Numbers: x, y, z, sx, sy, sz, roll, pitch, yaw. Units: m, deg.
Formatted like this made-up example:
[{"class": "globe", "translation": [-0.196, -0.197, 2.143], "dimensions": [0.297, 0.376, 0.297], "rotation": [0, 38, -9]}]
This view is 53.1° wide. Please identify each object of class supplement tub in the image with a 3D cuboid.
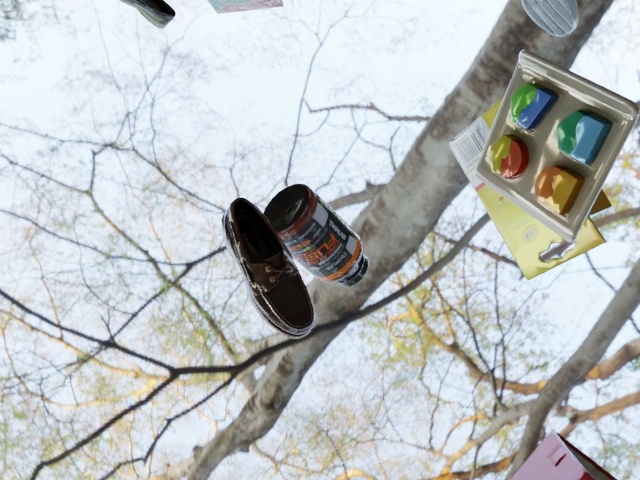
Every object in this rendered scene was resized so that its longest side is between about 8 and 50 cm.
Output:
[{"class": "supplement tub", "translation": [0.000, 0.000, 1.061], "dimensions": [0.106, 0.198, 0.106], "rotation": [-25, -137, 26]}]

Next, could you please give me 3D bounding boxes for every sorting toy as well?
[{"class": "sorting toy", "translation": [0.303, -0.127, 0.868], "dimensions": [0.038, 0.208, 0.193], "rotation": [-12, -140, -32]}]

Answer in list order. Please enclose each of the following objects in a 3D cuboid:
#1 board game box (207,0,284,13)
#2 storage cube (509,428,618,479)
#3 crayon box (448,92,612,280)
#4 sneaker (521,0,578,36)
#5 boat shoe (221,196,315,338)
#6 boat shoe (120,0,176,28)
[{"class": "board game box", "translation": [-0.130, -0.415, 1.028], "dimensions": [0.124, 0.259, 0.039], "rotation": [-6, -86, 2]}, {"class": "storage cube", "translation": [0.341, 0.405, 0.852], "dimensions": [0.183, 0.215, 0.193], "rotation": [38, -85, 5]}, {"class": "crayon box", "translation": [0.397, -0.106, 1.209], "dimensions": [0.081, 0.202, 0.318], "rotation": [-19, -102, -33]}, {"class": "sneaker", "translation": [0.401, -0.498, 1.161], "dimensions": [0.091, 0.094, 0.258], "rotation": [-44, -72, -23]}, {"class": "boat shoe", "translation": [-0.072, 0.036, 0.869], "dimensions": [0.073, 0.073, 0.207], "rotation": [-28, -106, -29]}, {"class": "boat shoe", "translation": [-0.337, -0.461, 1.198], "dimensions": [0.152, 0.049, 0.056], "rotation": [30, -130, -43]}]
